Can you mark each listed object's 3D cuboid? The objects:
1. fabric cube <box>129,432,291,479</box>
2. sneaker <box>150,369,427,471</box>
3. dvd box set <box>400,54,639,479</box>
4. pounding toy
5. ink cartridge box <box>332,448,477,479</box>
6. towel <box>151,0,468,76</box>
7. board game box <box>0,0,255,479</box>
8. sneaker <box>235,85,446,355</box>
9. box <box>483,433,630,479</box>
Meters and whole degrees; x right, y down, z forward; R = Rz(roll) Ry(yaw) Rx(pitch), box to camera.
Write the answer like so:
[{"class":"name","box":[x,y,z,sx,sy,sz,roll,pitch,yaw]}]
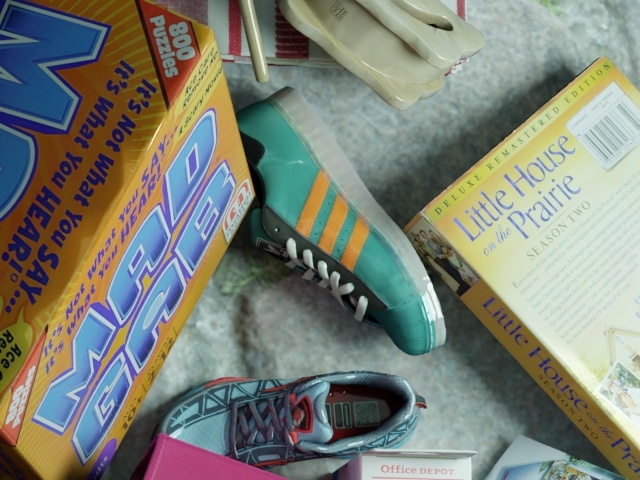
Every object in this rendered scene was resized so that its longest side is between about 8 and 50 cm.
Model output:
[{"class":"fabric cube","box":[-0.074,0.343,1.696,0.258,0.259,0.254,21,73,-5]},{"class":"sneaker","box":[-0.030,0.161,1.817,0.262,0.125,0.104,-10,78,-12]},{"class":"dvd box set","box":[0.319,0.055,1.898,0.420,0.062,0.307,47,57,4]},{"class":"pounding toy","box":[0.013,-0.227,1.905,0.269,0.155,0.154,39,33,-11]},{"class":"ink cartridge box","box":[0.077,0.232,1.789,0.104,0.181,0.061,2,76,-9]},{"class":"towel","box":[-0.014,-0.287,1.979,0.329,0.037,0.237,2,74,-11]},{"class":"board game box","box":[-0.306,-0.026,1.659,0.356,0.356,0.356,25,73,11]},{"class":"sneaker","box":[0.000,0.000,1.878,0.121,0.108,0.302,-32,75,-15]},{"class":"box","box":[0.182,0.303,1.808,0.233,0.159,0.044,-50,128,-16]}]
